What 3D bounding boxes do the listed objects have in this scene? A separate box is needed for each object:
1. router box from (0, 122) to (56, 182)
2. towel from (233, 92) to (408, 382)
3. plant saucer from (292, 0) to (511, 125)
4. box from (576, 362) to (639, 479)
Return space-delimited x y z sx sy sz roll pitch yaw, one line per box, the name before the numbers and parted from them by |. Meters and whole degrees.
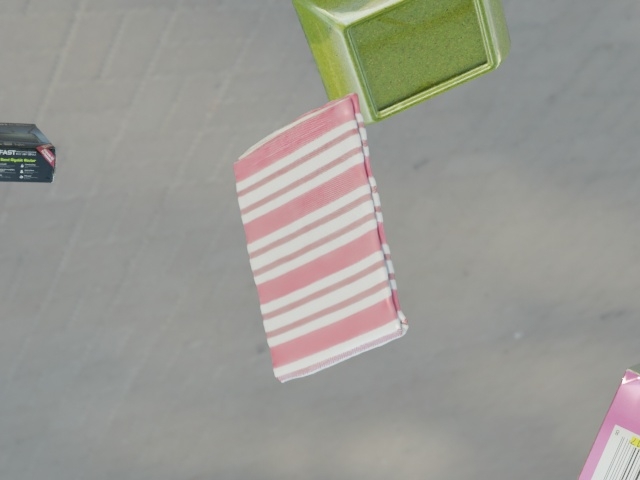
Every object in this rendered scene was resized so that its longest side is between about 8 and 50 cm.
router box | -0.332 -0.089 1.466 0.122 0.092 0.038 1 109 -26
towel | 0.000 0.000 1.151 0.029 0.197 0.144 1 162 -42
plant saucer | 0.087 -0.191 1.367 0.188 0.045 0.188 -25 140 -1
box | 0.346 0.195 1.232 0.117 0.213 0.243 -68 161 8
